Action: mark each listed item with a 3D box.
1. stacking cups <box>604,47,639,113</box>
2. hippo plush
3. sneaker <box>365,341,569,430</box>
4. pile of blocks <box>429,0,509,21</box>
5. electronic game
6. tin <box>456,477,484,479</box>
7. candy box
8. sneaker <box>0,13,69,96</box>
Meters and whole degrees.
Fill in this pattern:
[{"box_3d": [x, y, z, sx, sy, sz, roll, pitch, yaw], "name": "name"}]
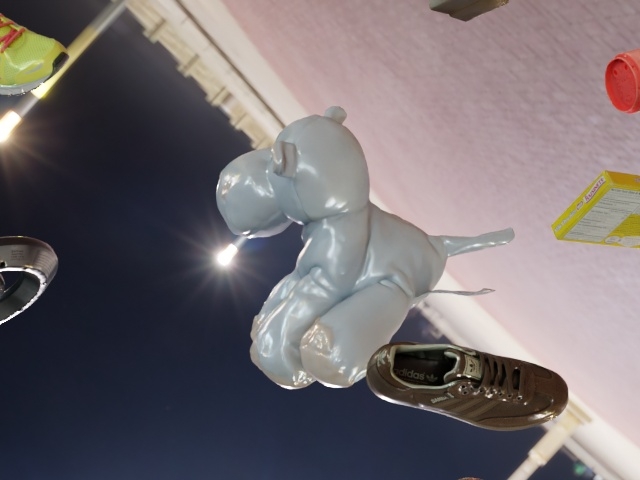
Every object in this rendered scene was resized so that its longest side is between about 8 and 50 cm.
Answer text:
[{"box_3d": [0.457, -0.191, 0.932, 0.096, 0.316, 0.096, 162, 90, -79], "name": "stacking cups"}, {"box_3d": [0.000, 0.000, 0.927, 0.236, 0.294, 0.234, 58, -143, -18], "name": "hippo plush"}, {"box_3d": [0.136, 0.128, 0.792, 0.189, 0.066, 0.071, 5, 157, -1], "name": "sneaker"}, {"box_3d": [-0.008, -0.294, 0.610, 0.113, 0.149, 0.362, -12, 116, 53], "name": "pile of blocks"}, {"box_3d": [-0.433, 0.062, 1.078, 0.048, 0.229, 0.229, 62, -173, 17], "name": "electronic game"}, {"box_3d": [0.141, 0.297, 0.748, 0.040, 0.106, 0.189, -17, -84, -47], "name": "tin"}, {"box_3d": [0.386, -0.031, 1.052, 0.206, 0.105, 0.027, 5, -132, -27], "name": "candy box"}, {"box_3d": [-0.377, -0.228, 0.993, 0.209, 0.081, 0.094, 15, 143, 23], "name": "sneaker"}]
